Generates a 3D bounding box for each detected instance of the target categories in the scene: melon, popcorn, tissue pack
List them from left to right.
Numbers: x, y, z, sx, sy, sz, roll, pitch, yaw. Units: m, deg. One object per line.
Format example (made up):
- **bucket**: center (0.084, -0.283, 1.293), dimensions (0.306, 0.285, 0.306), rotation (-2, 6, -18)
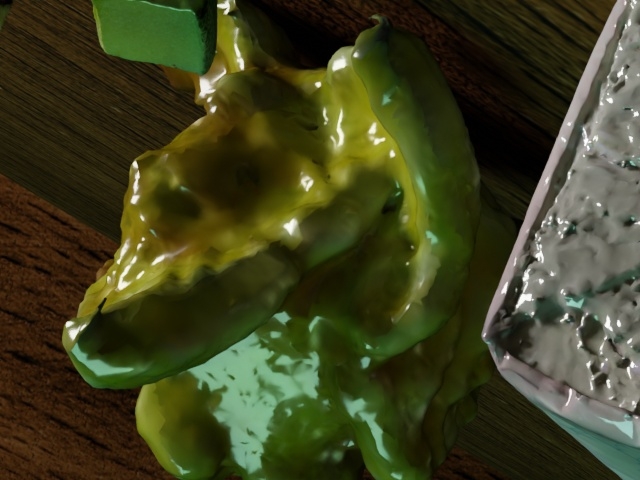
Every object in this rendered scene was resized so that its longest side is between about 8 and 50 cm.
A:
- **melon**: center (-0.142, -0.172, 0.925), dimensions (0.209, 0.118, 0.064), rotation (17, 158, -5)
- **popcorn**: center (0.003, 0.009, 1.070), dimensions (0.290, 0.326, 0.321), rotation (27, -145, -17)
- **tissue pack**: center (0.195, 0.027, 0.764), dimensions (0.124, 0.201, 0.271), rotation (12, 164, 35)

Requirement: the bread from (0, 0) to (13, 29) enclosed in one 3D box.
- **bread**: center (-0.287, -0.222, 1.143), dimensions (0.226, 0.088, 0.049), rotation (31, 172, -27)
